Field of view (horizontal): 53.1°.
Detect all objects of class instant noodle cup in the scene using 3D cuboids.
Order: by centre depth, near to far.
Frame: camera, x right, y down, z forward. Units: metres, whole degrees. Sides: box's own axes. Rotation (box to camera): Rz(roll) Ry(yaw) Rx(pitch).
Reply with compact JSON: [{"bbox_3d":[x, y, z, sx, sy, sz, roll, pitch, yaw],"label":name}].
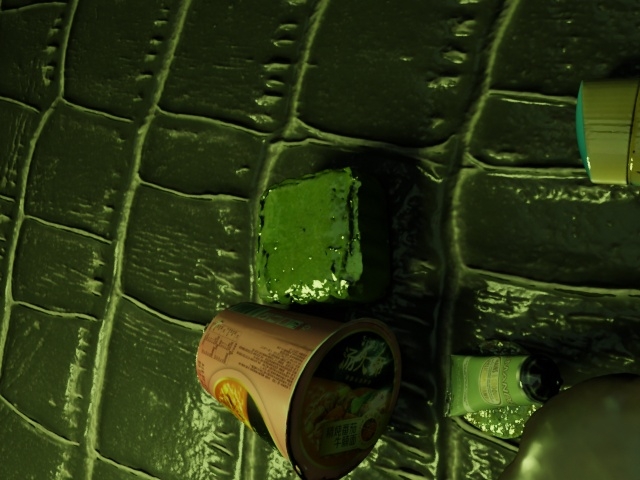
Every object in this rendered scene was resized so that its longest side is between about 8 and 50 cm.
[{"bbox_3d":[-0.047,0.199,0.955,0.255,0.244,0.244,13,90,43],"label":"instant noodle cup"}]

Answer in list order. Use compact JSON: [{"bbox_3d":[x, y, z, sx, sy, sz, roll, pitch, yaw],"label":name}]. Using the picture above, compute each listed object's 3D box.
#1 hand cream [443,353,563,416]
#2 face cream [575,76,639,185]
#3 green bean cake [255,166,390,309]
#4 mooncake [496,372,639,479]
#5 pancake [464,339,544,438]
[{"bbox_3d":[0.215,0.180,0.806,0.235,0.055,0.086,145,135,-66],"label":"hand cream"},{"bbox_3d":[0.448,-0.129,0.758,0.285,0.067,0.139,8,86,33],"label":"face cream"},{"bbox_3d":[0.000,0.000,1.003,0.200,0.113,0.214,-10,76,31],"label":"green bean cake"},{"bbox_3d":[0.357,0.329,0.657,0.350,0.212,0.381,-23,66,28],"label":"mooncake"},{"bbox_3d":[0.247,0.202,0.864,0.116,0.022,0.130,24,96,33],"label":"pancake"}]
